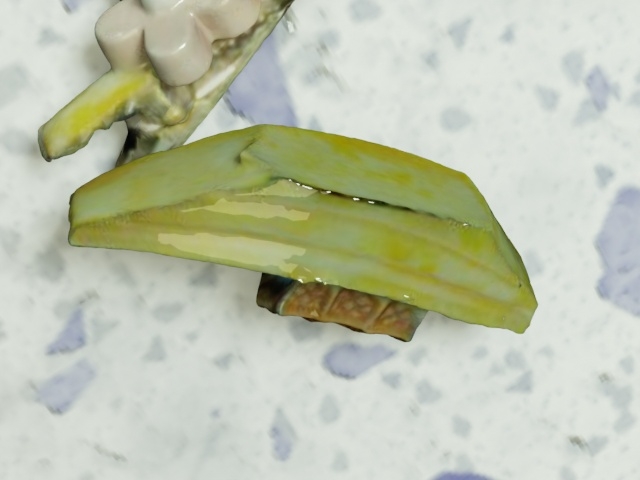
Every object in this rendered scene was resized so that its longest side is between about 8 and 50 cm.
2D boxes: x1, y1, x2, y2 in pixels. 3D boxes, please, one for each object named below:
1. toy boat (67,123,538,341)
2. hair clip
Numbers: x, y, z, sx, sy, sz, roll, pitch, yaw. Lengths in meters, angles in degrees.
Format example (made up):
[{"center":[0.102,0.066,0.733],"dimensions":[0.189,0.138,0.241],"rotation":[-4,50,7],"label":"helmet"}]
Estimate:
[{"center":[0.000,0.000,0.356],"dimensions":[0.172,0.065,0.066],"rotation":[13,120,-20],"label":"toy boat"},{"center":[-0.014,-0.098,0.338],"dimensions":[0.214,0.062,0.056],"rotation":[-43,136,10],"label":"hair clip"}]
